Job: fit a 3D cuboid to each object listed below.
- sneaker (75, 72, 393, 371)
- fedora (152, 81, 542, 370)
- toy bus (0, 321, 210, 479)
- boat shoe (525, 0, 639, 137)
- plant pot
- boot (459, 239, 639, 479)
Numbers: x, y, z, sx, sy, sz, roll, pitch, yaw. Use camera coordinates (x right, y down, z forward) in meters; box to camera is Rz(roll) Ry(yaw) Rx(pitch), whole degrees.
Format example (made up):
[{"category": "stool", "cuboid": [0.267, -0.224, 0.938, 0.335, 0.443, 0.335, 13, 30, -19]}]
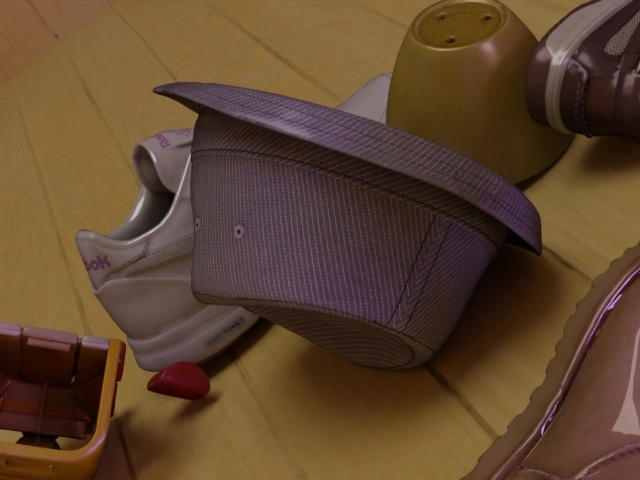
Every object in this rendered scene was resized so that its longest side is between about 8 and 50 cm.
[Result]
[{"category": "sneaker", "cuboid": [-0.042, -0.044, 1.071, 0.305, 0.152, 0.114, -42, 21, -21]}, {"category": "fedora", "cuboid": [0.000, 0.000, 0.895, 0.275, 0.243, 0.124, 14, 82, 51]}, {"category": "toy bus", "cuboid": [-0.191, 0.126, 0.994, 0.191, 0.202, 0.104, -10, 63, 34]}, {"category": "boat shoe", "cuboid": [0.244, -0.147, 0.979, 0.095, 0.095, 0.257, 20, 54, 36]}, {"category": "plant pot", "cuboid": [0.102, -0.111, 1.012, 0.134, 0.095, 0.134, -10, 38, 8]}, {"category": "boot", "cuboid": [0.181, 0.103, 0.555, 0.236, 0.089, 0.269, -52, 26, -13]}]
